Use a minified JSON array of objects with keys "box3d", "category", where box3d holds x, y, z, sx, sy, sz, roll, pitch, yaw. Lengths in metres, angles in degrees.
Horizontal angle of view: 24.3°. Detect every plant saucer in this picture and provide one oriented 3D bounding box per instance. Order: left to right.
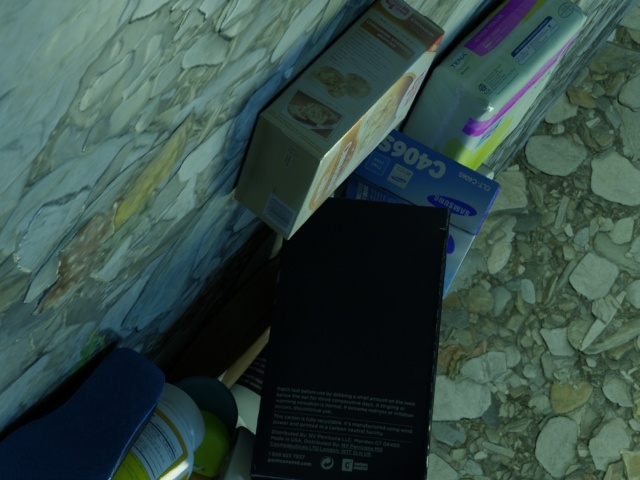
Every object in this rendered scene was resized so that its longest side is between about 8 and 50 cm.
[{"box3d":[-0.113,0.134,1.804,0.278,0.041,0.278,-49,173,-9],"category":"plant saucer"}]

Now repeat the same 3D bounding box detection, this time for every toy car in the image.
[{"box3d":[-0.145,0.217,1.635,0.182,0.159,0.136,116,-7,-51],"category":"toy car"}]

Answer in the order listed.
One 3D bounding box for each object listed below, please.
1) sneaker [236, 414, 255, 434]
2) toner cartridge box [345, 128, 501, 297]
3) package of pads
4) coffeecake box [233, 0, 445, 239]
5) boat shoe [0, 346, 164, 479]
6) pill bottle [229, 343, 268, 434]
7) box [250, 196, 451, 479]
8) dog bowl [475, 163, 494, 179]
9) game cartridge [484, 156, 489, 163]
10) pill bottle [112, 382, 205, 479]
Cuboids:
[{"box3d":[-0.142,0.285,1.993,0.090,0.115,0.232,-47,-179,-21],"category":"sneaker"},{"box3d":[0.115,-0.029,1.852,0.075,0.165,0.348,-62,174,-13],"category":"toner cartridge box"},{"box3d":[0.208,-0.189,1.925,0.229,0.101,0.296,-45,171,-29],"category":"package of pads"},{"box3d":[0.015,-0.110,1.307,0.185,0.068,0.142,-47,170,-29],"category":"coffeecake box"},{"box3d":[-0.215,0.195,1.271,0.258,0.109,0.089,-38,168,-51],"category":"boat shoe"},{"box3d":[-0.022,0.217,2.175,0.323,0.181,0.181,-48,171,-20],"category":"pill bottle"},{"box3d":[0.039,0.163,1.648,0.343,0.178,0.313,85,12,-66],"category":"box"},{"box3d":[0.143,-0.031,2.259,0.265,0.104,0.265,-50,171,-10],"category":"dog bowl"},{"box3d":[0.193,-0.046,2.653,0.230,0.068,0.355,-51,173,-28],"category":"game cartridge"},{"box3d":[-0.201,0.222,1.421,0.215,0.117,0.117,-40,167,-52],"category":"pill bottle"}]
